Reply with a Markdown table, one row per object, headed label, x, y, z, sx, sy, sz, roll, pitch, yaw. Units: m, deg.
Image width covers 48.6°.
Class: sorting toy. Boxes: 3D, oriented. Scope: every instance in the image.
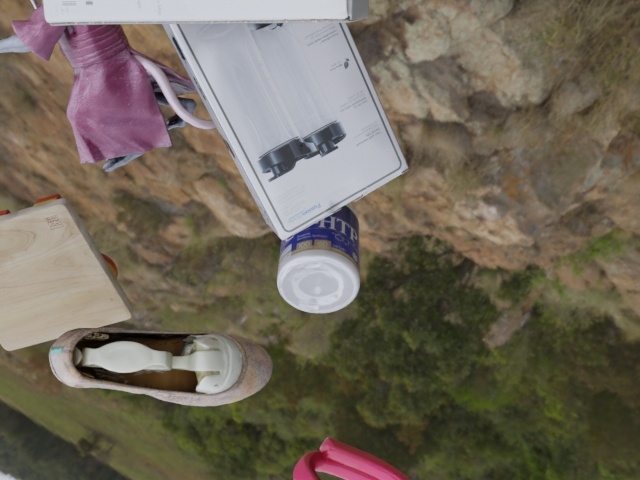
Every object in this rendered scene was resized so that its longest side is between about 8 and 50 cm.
| label | x | y | z | sx | sy | sz | roll | pitch | yaw |
| --- | --- | --- | --- | --- | --- | --- | --- | --- | --- |
| sorting toy | -0.499 | 0.049 | 1.262 | 0.257 | 0.089 | 0.256 | -15 | 123 | 8 |

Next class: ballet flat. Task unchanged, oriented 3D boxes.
| label | x | y | z | sx | sy | sz | roll | pitch | yaw |
| --- | --- | --- | --- | --- | --- | --- | --- | --- | --- |
| ballet flat | -0.201 | 0.170 | 0.966 | 0.315 | 0.108 | 0.106 | 5 | 162 | -24 |

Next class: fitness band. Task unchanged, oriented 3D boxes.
| label | x | y | z | sx | sy | sz | roll | pitch | yaw |
| --- | --- | --- | --- | --- | --- | --- | --- | --- | --- |
| fitness band | 0.083 | 0.420 | 1.124 | 0.290 | 0.054 | 0.209 | 30 | -167 | -29 |

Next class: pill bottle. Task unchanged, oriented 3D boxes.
| label | x | y | z | sx | sy | sz | roll | pitch | yaw |
| --- | --- | --- | --- | --- | --- | --- | --- | --- | --- |
| pill bottle | 0.000 | 0.000 | 1.001 | 0.112 | 0.187 | 0.112 | 1 | 131 | 1 |

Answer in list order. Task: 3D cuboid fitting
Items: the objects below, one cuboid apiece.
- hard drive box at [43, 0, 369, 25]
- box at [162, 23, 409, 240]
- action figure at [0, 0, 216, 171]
| label | x | y | z | sx | sy | sz | roll | pitch | yaw |
| --- | --- | --- | --- | --- | --- | --- | --- | --- | --- |
| hard drive box | -0.084 | -0.251 | 0.514 | 0.232 | 0.089 | 0.181 | 4 | 108 | 11 |
| box | -0.043 | -0.167 | 0.760 | 0.290 | 0.169 | 0.087 | 62 | 171 | -20 |
| action figure | -0.340 | -0.289 | 1.070 | 0.275 | 0.248 | 0.370 | -4 | 129 | 25 |
